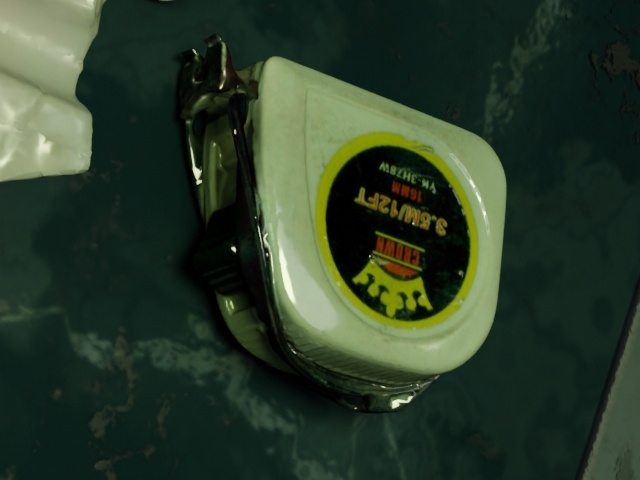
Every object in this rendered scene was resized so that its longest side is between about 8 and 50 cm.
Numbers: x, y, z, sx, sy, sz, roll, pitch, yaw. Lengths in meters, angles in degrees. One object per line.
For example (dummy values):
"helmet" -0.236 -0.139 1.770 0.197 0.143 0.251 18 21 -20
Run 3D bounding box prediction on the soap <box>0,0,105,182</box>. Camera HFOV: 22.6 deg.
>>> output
"soap" -0.309 -0.234 0.799 0.435 0.213 0.350 22 77 -32

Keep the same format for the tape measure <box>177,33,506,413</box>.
"tape measure" 0.000 0.000 1.065 0.235 0.115 0.207 19 71 -29
